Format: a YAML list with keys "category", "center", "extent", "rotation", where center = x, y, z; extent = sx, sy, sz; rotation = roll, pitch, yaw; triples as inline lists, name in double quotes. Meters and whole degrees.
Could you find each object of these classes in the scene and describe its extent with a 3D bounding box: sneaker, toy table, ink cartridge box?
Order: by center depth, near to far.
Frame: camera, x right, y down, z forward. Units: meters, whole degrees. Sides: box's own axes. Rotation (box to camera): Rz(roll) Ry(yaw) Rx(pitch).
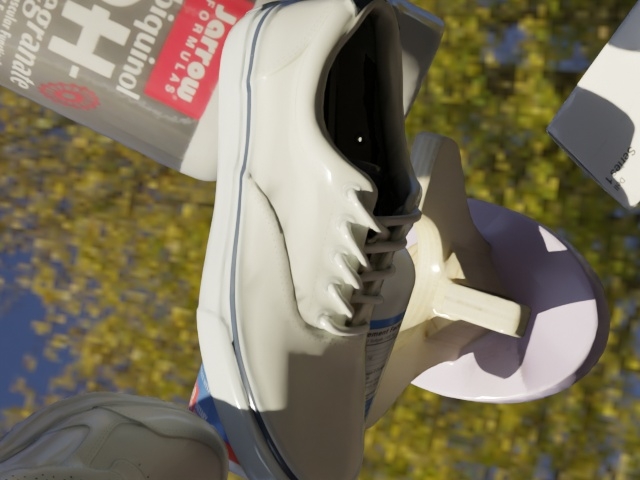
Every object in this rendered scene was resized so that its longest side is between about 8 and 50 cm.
- category: "sneaker"
  center: [-0.137, 0.142, 0.919]
  extent: [0.232, 0.115, 0.090]
  rotation: [-15, -64, -25]
- category: "sneaker"
  center: [0.000, 0.000, 0.965]
  extent: [0.094, 0.091, 0.258]
  rotation: [7, -105, -45]
- category: "ink cartridge box"
  center: [0.284, -0.129, 1.442]
  extent: [0.219, 0.092, 0.160]
  rotation: [-24, -27, -50]
- category: "toy table"
  center: [0.093, 0.044, 1.703]
  extent: [0.161, 0.274, 0.252]
  rotation: [16, -101, -55]

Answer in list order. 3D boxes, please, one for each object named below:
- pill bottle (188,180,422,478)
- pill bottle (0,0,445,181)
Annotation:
- category: "pill bottle"
  center: [-0.007, 0.049, 1.366]
  extent: [0.124, 0.124, 0.221]
  rotation: [-8, -56, -46]
- category: "pill bottle"
  center: [-0.095, -0.143, 1.188]
  extent: [0.318, 0.176, 0.176]
  rotation: [25, -107, -3]
